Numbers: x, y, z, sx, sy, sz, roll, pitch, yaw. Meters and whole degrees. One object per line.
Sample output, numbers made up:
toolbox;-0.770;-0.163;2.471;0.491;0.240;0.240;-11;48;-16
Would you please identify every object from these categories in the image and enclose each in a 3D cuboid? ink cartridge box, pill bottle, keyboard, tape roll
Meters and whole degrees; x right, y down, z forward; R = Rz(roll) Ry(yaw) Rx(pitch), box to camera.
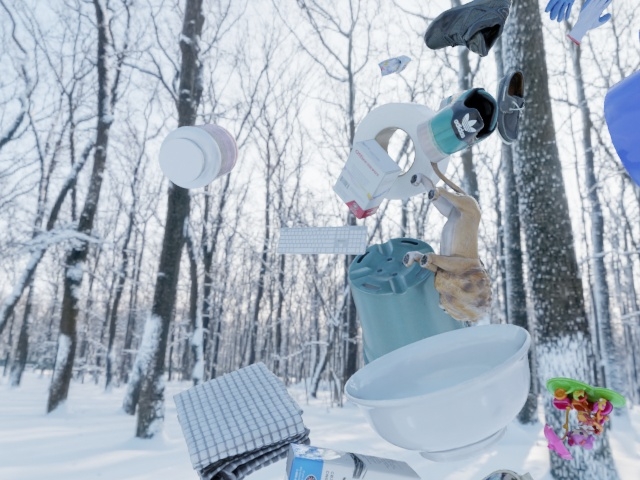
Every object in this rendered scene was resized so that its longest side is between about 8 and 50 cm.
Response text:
ink cartridge box;0.040;0.412;0.744;0.203;0.148;0.086;11;-11;-6
pill bottle;-0.371;-0.260;1.474;0.182;0.181;0.323;2;15;4
ink cartridge box;0.123;-0.164;1.300;0.072;0.127;0.175;-19;-29;-37
keyboard;0.000;0.000;1.218;0.256;0.072;0.014;-1;-23;31
tape roll;0.236;-0.266;1.439;0.286;0.286;0.100;-10;7;40

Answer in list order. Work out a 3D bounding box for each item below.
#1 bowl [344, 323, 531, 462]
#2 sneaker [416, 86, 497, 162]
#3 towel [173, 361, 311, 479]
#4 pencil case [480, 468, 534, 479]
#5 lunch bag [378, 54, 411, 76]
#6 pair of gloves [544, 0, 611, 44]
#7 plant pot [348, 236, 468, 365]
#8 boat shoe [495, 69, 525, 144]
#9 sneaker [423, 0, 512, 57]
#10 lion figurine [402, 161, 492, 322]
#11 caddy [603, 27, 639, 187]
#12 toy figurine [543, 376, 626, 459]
bowl;0.197;0.244;0.750;0.298;0.134;0.298;-21;-2;-1
sneaker;0.290;-0.236;0.928;0.121;0.108;0.302;-21;15;37
towel;-0.172;0.389;1.027;0.235;0.121;0.284;-14;16;-23
pencil case;0.589;0.766;1.370;0.184;0.159;0.410;-34;-46;19
lunch bag;0.234;-0.546;1.506;0.083;0.053;0.071;-8;21;38
pair of gloves;0.644;-0.588;1.195;0.198;0.159;0.023;27;10;-23
plant pot;0.246;0.194;1.418;0.341;0.341;0.334;-4;-53;25
boat shoe;0.592;-0.415;1.502;0.084;0.233;0.079;12;-13;-21
sneaker;0.340;-0.494;1.162;0.228;0.130;0.087;-4;-27;45
lion figurine;0.335;-0.006;1.190;0.240;0.392;0.142;16;-12;-22
caddy;0.454;-0.119;0.463;0.341;0.241;0.179;40;-19;-15
toy figurine;0.576;0.413;1.084;0.130;0.159;0.173;47;-32;-22
